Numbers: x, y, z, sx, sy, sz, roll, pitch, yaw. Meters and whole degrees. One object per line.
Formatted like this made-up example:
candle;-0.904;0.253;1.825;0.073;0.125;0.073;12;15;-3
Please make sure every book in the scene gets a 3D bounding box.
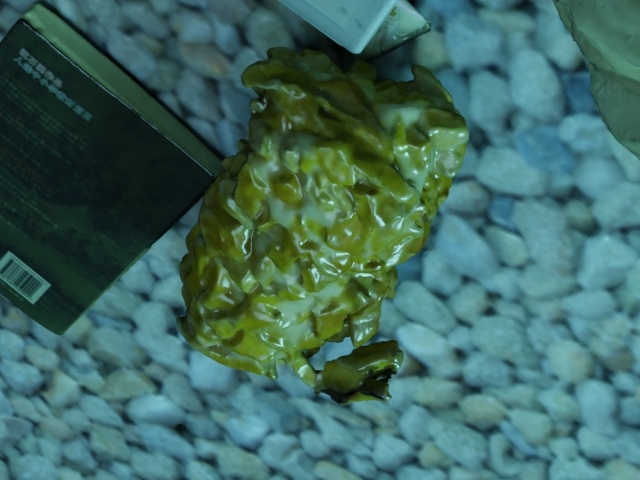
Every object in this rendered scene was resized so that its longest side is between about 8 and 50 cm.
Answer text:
book;-0.178;-0.039;1.274;0.160;0.024;0.228;41;135;-8

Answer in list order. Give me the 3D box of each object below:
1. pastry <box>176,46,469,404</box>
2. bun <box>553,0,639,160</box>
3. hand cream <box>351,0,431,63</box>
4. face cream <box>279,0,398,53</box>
pastry;0.000;0.000;1.149;0.154;0.102;0.250;25;137;5
bun;0.253;-0.130;0.805;0.359;0.211;0.360;15;139;13
hand cream;-0.005;-0.154;1.075;0.061;0.039;0.143;-26;117;41
face cream;-0.090;-0.254;0.958;0.369;0.145;0.145;35;135;-3
